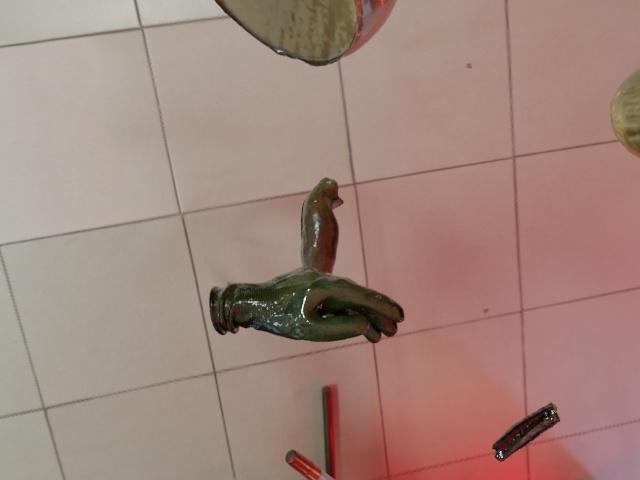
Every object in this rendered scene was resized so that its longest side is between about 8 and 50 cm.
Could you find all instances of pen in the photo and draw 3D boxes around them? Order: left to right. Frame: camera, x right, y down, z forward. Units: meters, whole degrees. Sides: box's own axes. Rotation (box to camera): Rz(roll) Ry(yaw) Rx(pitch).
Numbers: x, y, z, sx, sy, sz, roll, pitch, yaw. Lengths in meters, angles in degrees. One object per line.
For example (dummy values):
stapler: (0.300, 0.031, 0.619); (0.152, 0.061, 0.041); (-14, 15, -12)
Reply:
pen: (0.027, 0.424, 1.030); (0.028, 0.028, 0.239); (-44, 115, 3)

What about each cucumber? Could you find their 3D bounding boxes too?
cucumber: (0.312, 0.288, 0.921); (0.135, 0.034, 0.033); (-26, 86, -15)

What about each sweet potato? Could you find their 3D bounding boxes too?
sweet potato: (0.006, -0.001, 1.279); (0.085, 0.112, 0.285); (-12, 69, 27)

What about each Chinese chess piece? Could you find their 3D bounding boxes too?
Chinese chess piece: (-0.031, -0.311, 0.660); (0.250, 0.250, 0.103); (40, 72, -17)

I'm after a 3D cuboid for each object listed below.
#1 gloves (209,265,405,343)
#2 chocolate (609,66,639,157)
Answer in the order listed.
gloves: (-0.018, 0.091, 0.830); (0.268, 0.135, 0.107); (6, 113, 0)
chocolate: (0.424, -0.137, 0.597); (0.134, 0.309, 0.134); (-4, 101, -18)
